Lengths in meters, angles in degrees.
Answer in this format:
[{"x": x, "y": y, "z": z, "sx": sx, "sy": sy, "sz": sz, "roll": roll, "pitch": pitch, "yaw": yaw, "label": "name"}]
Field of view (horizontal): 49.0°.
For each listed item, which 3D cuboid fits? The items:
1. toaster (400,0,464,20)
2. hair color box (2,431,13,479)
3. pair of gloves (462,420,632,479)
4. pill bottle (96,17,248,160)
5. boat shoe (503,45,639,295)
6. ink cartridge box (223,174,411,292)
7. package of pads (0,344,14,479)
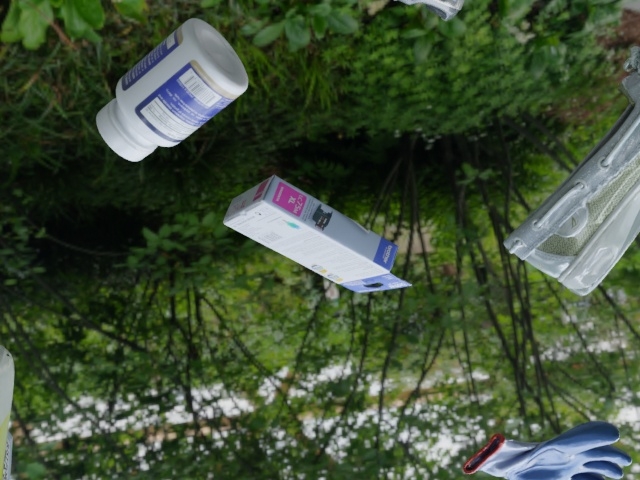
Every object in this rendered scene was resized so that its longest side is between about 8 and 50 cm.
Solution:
[{"x": 0.087, "y": -0.351, "z": 0.761, "sx": 0.129, "sy": 0.227, "sz": 0.146, "roll": 3, "pitch": 124, "yaw": -44, "label": "toaster"}, {"x": -0.564, "y": 0.230, "z": 0.916, "sx": 0.185, "sy": 0.113, "sz": 0.374, "roll": -13, "pitch": 135, "yaw": -8, "label": "hair color box"}, {"x": 0.166, "y": 0.214, "z": 0.601, "sx": 0.159, "sy": 0.023, "sz": 0.198, "roll": 17, "pitch": 123, "yaw": -26, "label": "pair of gloves"}, {"x": -0.197, "y": -0.188, "z": 0.914, "sx": 0.187, "sy": 0.112, "sz": 0.112, "roll": -32, "pitch": 163, "yaw": 21, "label": "pill bottle"}, {"x": 0.288, "y": -0.098, "z": 0.658, "sx": 0.103, "sy": 0.320, "sz": 0.118, "roll": 30, "pitch": -150, "yaw": 14, "label": "boat shoe"}, {"x": 0.000, "y": 0.000, "z": 1.247, "sx": 0.311, "sy": 0.065, "sz": 0.186, "roll": 31, "pitch": 158, "yaw": -20, "label": "ink cartridge box"}, {"x": -0.346, "y": 0.238, "z": 0.543, "sx": 0.101, "sy": 0.296, "sz": 0.229, "roll": 14, "pitch": -166, "yaw": 5, "label": "package of pads"}]
